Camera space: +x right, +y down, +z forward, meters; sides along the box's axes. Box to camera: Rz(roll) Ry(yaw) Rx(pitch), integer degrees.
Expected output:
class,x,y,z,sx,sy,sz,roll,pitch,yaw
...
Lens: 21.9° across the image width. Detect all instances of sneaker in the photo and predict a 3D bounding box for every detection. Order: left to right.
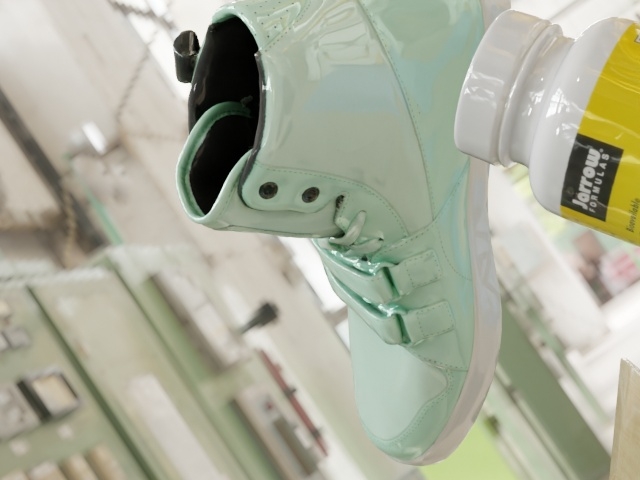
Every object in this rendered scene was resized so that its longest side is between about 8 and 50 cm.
class,x,y,z,sx,sy,sz,roll,pitch,yaw
sneaker,0.000,-0.001,0.735,0.151,0.256,0.094,-15,29,-30

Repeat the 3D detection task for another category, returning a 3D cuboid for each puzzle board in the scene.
class,x,y,z,sx,sy,sz,roll,pitch,yaw
puzzle board,0.185,0.126,0.953,0.011,0.096,0.128,4,6,-2

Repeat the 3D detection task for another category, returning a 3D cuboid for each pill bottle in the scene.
class,x,y,z,sx,sy,sz,roll,pitch,yaw
pill bottle,0.102,-0.029,0.499,0.065,0.116,0.065,-54,-24,-37
